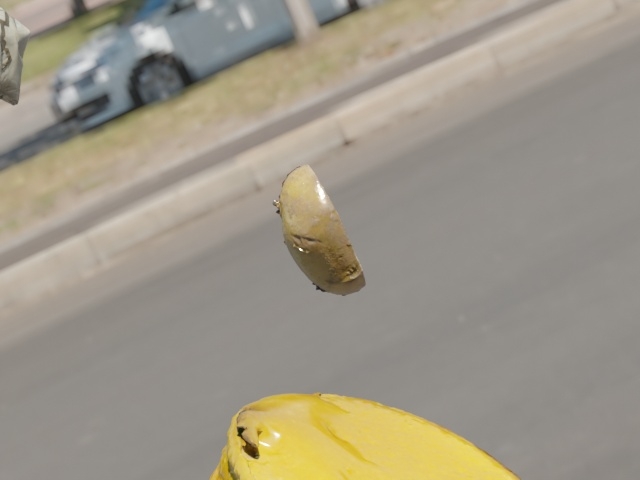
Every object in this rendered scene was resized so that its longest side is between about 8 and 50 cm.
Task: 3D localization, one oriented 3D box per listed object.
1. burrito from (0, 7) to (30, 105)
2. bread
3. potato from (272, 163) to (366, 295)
[{"bbox_3d":[-0.264,-0.158,1.302,0.064,0.064,0.203,-19,-31,24],"label":"burrito"},{"bbox_3d":[0.035,0.189,0.976,0.195,0.142,0.269,3,25,-37],"label":"bread"},{"bbox_3d":[-0.001,0.000,1.245,0.037,0.093,0.036,-27,12,-11],"label":"potato"}]
